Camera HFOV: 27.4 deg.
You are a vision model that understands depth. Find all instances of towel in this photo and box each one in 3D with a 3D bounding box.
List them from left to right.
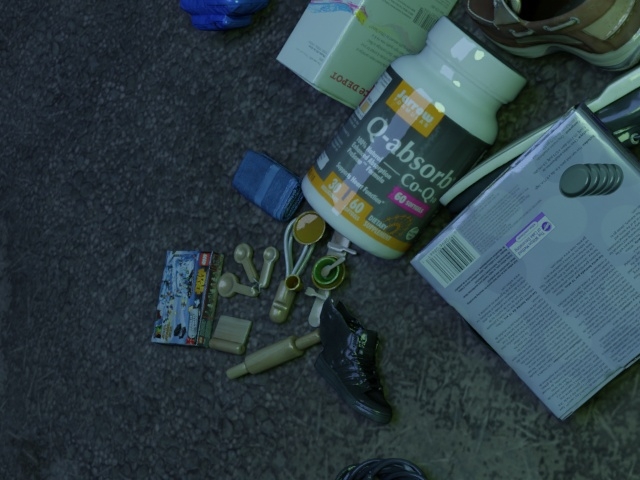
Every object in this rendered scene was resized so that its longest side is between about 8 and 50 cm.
[{"bbox_3d":[-0.071,-0.076,1.828,0.119,0.029,0.067,36,99,39],"label":"towel"}]

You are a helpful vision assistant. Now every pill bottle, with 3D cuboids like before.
[{"bbox_3d":[0.116,-0.126,1.608,0.278,0.162,0.162,-53,51,14],"label":"pill bottle"}]

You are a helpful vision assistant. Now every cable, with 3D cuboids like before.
[{"bbox_3d":[0.081,0.335,1.573,0.184,0.047,0.150,-16,61,37],"label":"cable"}]

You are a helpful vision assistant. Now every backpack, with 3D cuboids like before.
[{"bbox_3d":[-0.133,-0.361,1.928,0.120,0.098,0.101,-2,104,38],"label":"backpack"}]

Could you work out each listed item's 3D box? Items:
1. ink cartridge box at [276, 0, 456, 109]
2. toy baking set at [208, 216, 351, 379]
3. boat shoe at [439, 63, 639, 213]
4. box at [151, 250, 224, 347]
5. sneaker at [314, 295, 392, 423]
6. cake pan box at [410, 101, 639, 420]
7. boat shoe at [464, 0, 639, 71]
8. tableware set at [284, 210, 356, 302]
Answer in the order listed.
[{"bbox_3d":[0.065,-0.281,1.701,0.093,0.154,0.212,37,100,40],"label":"ink cartridge box"},{"bbox_3d":[-0.060,0.074,1.770,0.256,0.030,0.196,-21,64,32],"label":"toy baking set"},{"bbox_3d":[0.296,-0.095,1.487,0.340,0.127,0.113,-32,91,19],"label":"boat shoe"},{"bbox_3d":[-0.190,0.083,1.874,0.094,0.027,0.137,1,77,40],"label":"box"},{"bbox_3d":[0.047,0.149,1.648,0.170,0.051,0.089,40,107,43],"label":"sneaker"},{"bbox_3d":[0.267,0.027,1.422,0.246,0.070,0.267,46,110,4],"label":"cake pan box"},{"bbox_3d":[0.263,-0.284,1.530,0.123,0.116,0.324,-61,30,-3],"label":"boat shoe"},{"bbox_3d":[0.000,0.000,1.727,0.104,0.024,0.154,20,82,29],"label":"tableware set"}]
